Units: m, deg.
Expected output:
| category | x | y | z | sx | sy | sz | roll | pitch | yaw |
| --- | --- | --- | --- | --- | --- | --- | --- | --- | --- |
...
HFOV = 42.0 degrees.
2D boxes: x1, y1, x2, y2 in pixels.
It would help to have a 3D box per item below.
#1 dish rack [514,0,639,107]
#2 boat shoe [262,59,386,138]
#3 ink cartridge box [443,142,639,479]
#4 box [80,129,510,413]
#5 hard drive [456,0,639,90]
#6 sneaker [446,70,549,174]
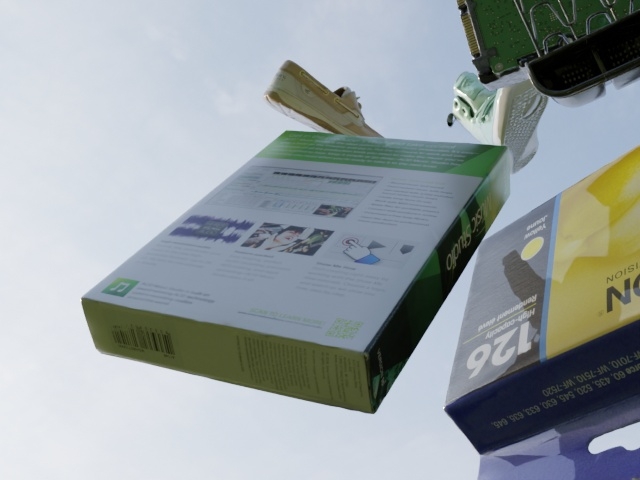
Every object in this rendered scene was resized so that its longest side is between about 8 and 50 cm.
| category | x | y | z | sx | sy | sz | roll | pitch | yaw |
| --- | --- | --- | --- | --- | --- | --- | --- | --- | --- |
| dish rack | 0.247 | -0.259 | 0.714 | 0.208 | 0.271 | 0.074 | -24 | -23 | 18 |
| boat shoe | 0.018 | -0.145 | 0.927 | 0.170 | 0.059 | 0.063 | 25 | -4 | -34 |
| ink cartridge box | 0.234 | 0.048 | 0.670 | 0.072 | 0.307 | 0.303 | 42 | -50 | -15 |
| box | 0.000 | 0.000 | 0.681 | 0.232 | 0.322 | 0.058 | 8 | -56 | 27 |
| hard drive | 0.294 | -0.316 | 0.833 | 0.339 | 0.237 | 0.064 | -18 | -12 | 21 |
| sneaker | 0.239 | -0.198 | 1.189 | 0.094 | 0.151 | 0.256 | -40 | -21 | -6 |
